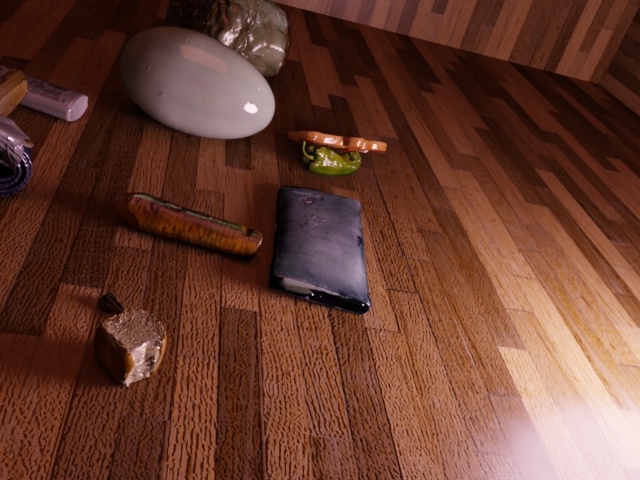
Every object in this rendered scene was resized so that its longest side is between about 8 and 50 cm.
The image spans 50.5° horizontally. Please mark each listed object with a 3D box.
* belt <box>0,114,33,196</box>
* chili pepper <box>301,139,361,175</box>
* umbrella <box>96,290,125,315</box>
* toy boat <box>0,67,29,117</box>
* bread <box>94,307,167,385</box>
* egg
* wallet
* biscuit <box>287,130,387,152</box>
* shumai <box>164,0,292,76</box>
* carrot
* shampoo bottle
[{"bbox_3d":[-0.610,-0.176,1.162,0.230,0.140,0.126,31,14,-38],"label":"belt"},{"bbox_3d":[0.007,-0.193,1.607,0.204,0.073,0.072,3,14,-44],"label":"chili pepper"},{"bbox_3d":[-0.307,0.102,1.019,0.083,0.020,0.031,37,36,20],"label":"umbrella"},{"bbox_3d":[-0.674,-0.286,1.384,0.072,0.064,0.206,21,46,1],"label":"toy boat"},{"bbox_3d":[-0.258,0.144,0.924,0.083,0.070,0.076,38,37,28],"label":"bread"},{"bbox_3d":[-0.283,-0.357,1.566,0.371,0.230,0.230,24,31,-1],"label":"egg"},{"bbox_3d":[0.000,0.000,1.314,0.190,0.046,0.379,14,30,-9],"label":"wallet"},{"bbox_3d":[0.051,-0.242,1.699,0.250,0.036,0.165,4,6,-22],"label":"biscuit"},{"bbox_3d":[-0.249,-0.616,1.972,0.323,0.324,0.397,12,33,-39],"label":"shumai"},{"bbox_3d":[-0.233,-0.026,1.220,0.260,0.070,0.070,17,31,-4],"label":"carrot"},{"bbox_3d":[-0.640,-0.329,1.502,0.227,0.056,0.086,19,37,2],"label":"shampoo bottle"}]
